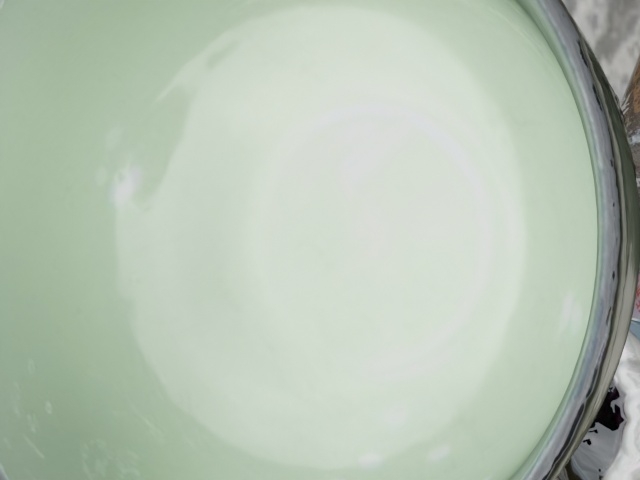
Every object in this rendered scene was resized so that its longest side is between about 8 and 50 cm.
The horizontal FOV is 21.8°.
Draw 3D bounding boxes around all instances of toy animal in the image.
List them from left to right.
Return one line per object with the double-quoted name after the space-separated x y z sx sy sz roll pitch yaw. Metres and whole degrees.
0.278 0.149 1.470 0.156 0.204 0.208 -35 59 40 "toy animal"

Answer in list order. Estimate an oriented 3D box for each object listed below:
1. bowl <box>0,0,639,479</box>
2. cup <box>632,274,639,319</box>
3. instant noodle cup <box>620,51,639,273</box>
0.000 0.000 0.801 0.353 0.185 0.354 -1 87 27 "bowl"
0.410 0.029 1.594 0.203 0.203 0.288 40 129 19 "cup"
0.324 -0.094 1.284 0.217 0.217 0.207 12 59 15 "instant noodle cup"
